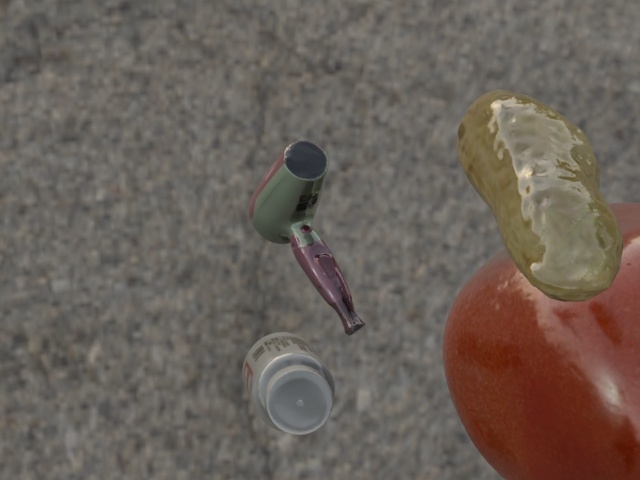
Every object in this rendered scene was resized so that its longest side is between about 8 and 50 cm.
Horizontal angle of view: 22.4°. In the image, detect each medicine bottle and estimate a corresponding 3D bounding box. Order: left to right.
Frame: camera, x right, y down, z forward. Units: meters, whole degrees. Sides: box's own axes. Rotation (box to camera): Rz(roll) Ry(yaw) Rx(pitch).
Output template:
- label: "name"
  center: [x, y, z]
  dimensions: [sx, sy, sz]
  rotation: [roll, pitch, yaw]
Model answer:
- label: "medicine bottle"
  center: [-0.029, 0.138, 1.534]
  dimensions: [0.079, 0.140, 0.079]
  rotation: [-1, 98, -9]

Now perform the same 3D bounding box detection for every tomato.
- label: "tomato"
  center: [0.291, 0.095, 1.553]
  dimensions: [0.341, 0.341, 0.273]
  rotation: [-33, 106, -23]

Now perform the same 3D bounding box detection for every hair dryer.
- label: "hair dryer"
  center: [-0.001, 0.005, 1.305]
  dimensions: [0.054, 0.106, 0.154]
  rotation: [-21, 77, -23]

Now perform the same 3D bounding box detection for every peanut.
- label: "peanut"
  center: [0.165, -0.038, 1.220]
  dimensions: [0.099, 0.099, 0.214]
  rotation: [-5, 41, -7]
